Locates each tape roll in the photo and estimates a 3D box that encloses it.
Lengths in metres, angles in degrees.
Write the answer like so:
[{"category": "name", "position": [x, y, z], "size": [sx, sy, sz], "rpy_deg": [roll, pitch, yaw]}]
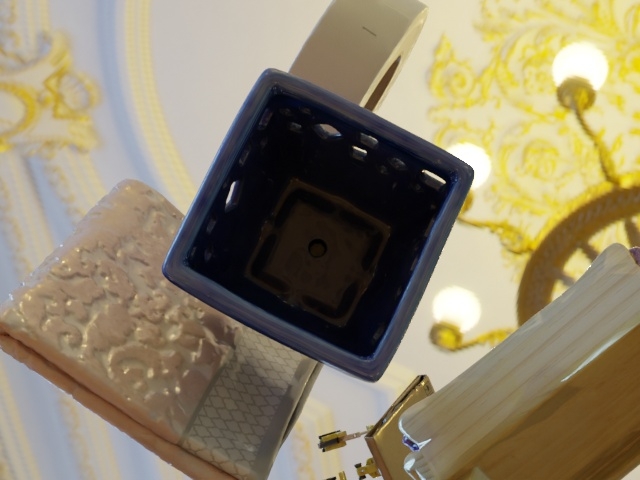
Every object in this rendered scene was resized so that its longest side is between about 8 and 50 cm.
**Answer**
[{"category": "tape roll", "position": [0.030, -0.208, 1.649], "size": [0.100, 0.286, 0.286], "rpy_deg": [32, -50, 4]}]

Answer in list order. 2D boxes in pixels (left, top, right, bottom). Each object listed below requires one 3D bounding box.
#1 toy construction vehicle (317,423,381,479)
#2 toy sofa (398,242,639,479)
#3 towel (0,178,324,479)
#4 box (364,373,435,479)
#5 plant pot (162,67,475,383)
[{"category": "toy construction vehicle", "position": [0.036, 0.298, 1.704], "size": [0.098, 0.035, 0.086], "rpy_deg": [-13, -97, -11]}, {"category": "toy sofa", "position": [0.273, 0.183, 1.370], "size": [0.362, 0.177, 0.150], "rpy_deg": [-40, -59, 5]}, {"category": "towel", "position": [-0.148, 0.093, 1.342], "size": [0.317, 0.332, 0.053], "rpy_deg": [35, -60, -3]}, {"category": "box", "position": [0.143, 0.314, 1.756], "size": [0.021, 0.164, 0.201], "rpy_deg": [-12, -71, 39]}, {"category": "plant pot", "position": [0.000, 0.000, 1.274], "size": [0.236, 0.236, 0.212], "rpy_deg": [26, -10, 5]}]
